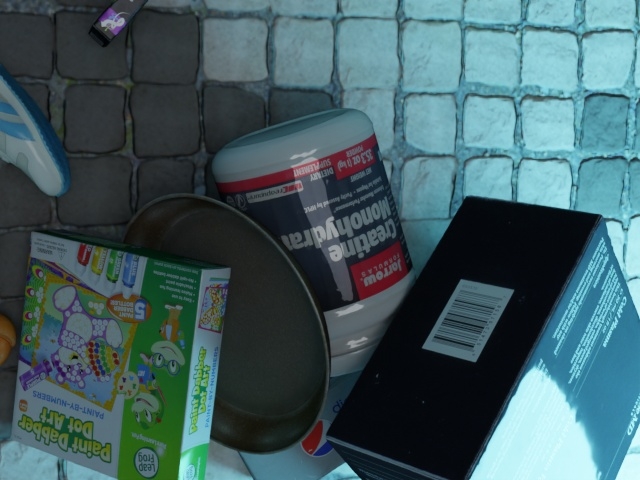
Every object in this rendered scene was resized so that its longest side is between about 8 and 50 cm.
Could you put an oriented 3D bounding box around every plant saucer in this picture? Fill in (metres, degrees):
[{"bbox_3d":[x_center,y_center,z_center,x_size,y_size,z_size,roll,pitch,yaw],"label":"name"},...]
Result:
[{"bbox_3d":[-0.104,0.089,1.114,0.050,0.310,0.311,-31,109,-47],"label":"plant saucer"}]

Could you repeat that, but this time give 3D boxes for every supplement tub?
[{"bbox_3d":[0.000,0.000,1.153,0.191,0.191,0.272,-20,103,-12],"label":"supplement tub"}]

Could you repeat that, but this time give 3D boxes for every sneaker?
[{"bbox_3d":[-0.362,-0.133,1.094,0.092,0.087,0.229,-39,99,0],"label":"sneaker"}]

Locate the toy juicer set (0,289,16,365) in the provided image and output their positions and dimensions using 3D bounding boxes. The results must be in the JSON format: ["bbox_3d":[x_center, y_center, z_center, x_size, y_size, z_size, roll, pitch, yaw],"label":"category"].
[{"bbox_3d":[-0.494,0.121,1.092,0.329,0.089,0.209,-26,117,-19],"label":"toy juicer set"}]

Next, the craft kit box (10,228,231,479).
[{"bbox_3d":[-0.225,0.128,1.098,0.061,0.250,0.247,-7,105,-59],"label":"craft kit box"}]

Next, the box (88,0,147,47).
[{"bbox_3d":[-0.190,-0.283,1.099,0.029,0.116,0.162,43,84,-16],"label":"box"}]

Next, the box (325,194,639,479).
[{"bbox_3d":[0.214,0.183,1.138,0.343,0.179,0.312,-56,134,-24],"label":"box"}]

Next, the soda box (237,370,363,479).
[{"bbox_3d":[0.030,0.202,1.243,0.286,0.091,0.098,-31,107,-10],"label":"soda box"}]
